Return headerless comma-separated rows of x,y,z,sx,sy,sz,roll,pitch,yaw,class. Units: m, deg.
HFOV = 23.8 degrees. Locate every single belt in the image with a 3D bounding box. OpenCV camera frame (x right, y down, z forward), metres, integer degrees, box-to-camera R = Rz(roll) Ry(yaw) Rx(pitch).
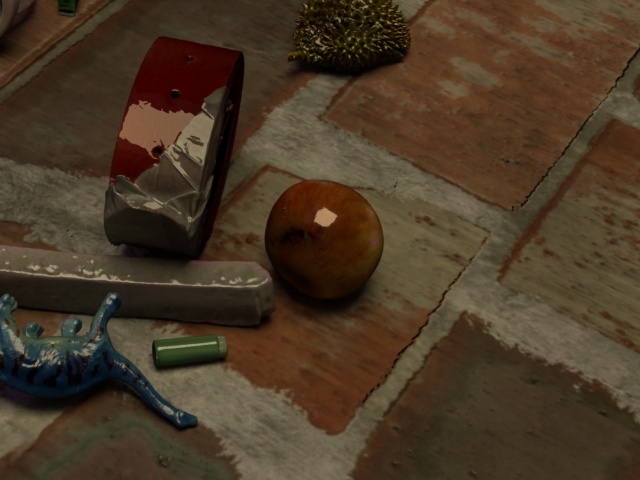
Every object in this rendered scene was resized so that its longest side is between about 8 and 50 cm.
-0.169,-0.104,1.807,0.115,0.227,0.324,10,38,3,belt

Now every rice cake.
-0.232,0.051,1.752,0.365,0.072,0.056,4,46,-3,rice cake

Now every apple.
0.000,0.000,1.793,0.146,0.146,0.146,5,44,-5,apple

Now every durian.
0.028,-0.304,2.138,0.208,0.102,0.146,-29,61,-28,durian

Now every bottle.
-0.148,0.124,1.716,0.083,0.030,0.030,-5,46,-16,bottle

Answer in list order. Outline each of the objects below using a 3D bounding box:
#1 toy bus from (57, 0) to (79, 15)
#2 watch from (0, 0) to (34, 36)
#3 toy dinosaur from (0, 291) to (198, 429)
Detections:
-0.356,-0.360,2.172,0.031,0.037,0.083,7,43,-2,toy bus
-0.515,-0.396,2.081,0.244,0.196,0.231,1,38,-4,watch
-0.293,0.124,1.662,0.329,0.076,0.144,11,50,-13,toy dinosaur
